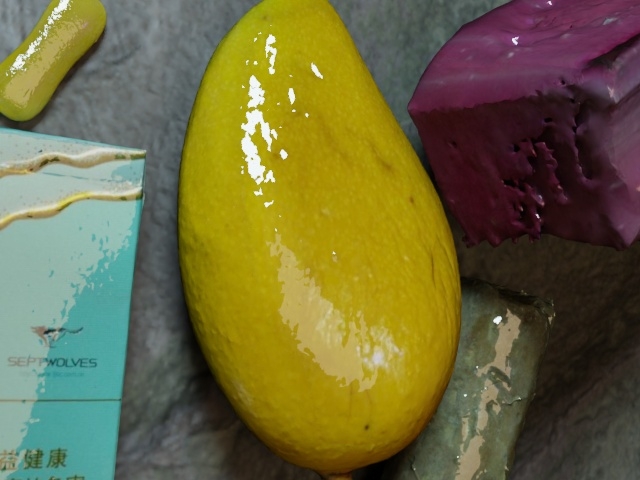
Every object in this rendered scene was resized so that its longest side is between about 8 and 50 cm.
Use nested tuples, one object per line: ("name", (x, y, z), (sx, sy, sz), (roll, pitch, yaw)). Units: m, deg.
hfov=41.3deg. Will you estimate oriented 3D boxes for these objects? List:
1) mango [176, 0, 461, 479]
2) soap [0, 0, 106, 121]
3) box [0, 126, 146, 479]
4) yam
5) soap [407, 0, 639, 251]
("mango", (0.000, 0.000, 0.518), (0.176, 0.119, 0.317), (-12, 91, -26))
("soap", (-0.156, -0.108, 0.487), (0.034, 0.012, 0.089), (39, 74, -24))
("box", (-0.186, 0.052, 0.460), (0.162, 0.041, 0.229), (6, 89, -29))
("yam", (0.090, 0.148, 0.586), (0.093, 0.093, 0.259), (24, 80, -27))
("soap", (0.211, -0.114, 0.566), (0.324, 0.220, 0.127), (-29, 112, -29))
